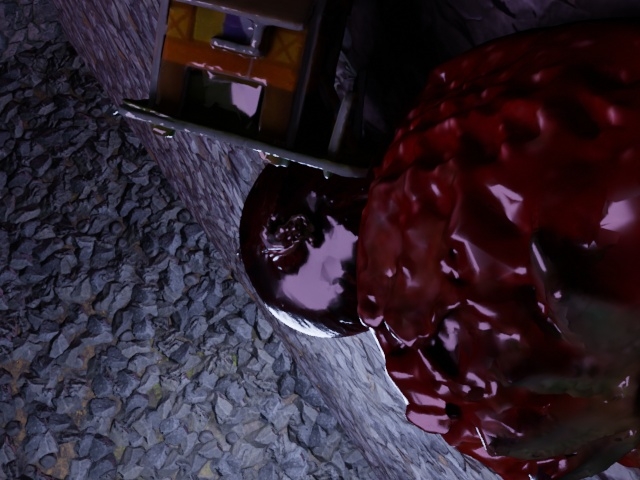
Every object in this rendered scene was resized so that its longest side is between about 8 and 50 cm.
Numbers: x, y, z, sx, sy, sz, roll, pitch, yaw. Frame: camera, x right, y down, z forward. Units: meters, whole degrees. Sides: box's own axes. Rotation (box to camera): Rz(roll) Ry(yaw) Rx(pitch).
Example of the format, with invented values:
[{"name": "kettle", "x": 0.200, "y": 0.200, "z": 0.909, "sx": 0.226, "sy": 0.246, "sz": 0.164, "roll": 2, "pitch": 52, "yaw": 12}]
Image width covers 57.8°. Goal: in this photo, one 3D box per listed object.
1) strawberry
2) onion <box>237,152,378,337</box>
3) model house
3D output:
[{"name": "strawberry", "x": 0.172, "y": -0.020, "z": 0.450, "sx": 0.345, "sy": 0.295, "sz": 0.317, "roll": -105, "pitch": 35, "yaw": -53}, {"name": "onion", "x": 0.000, "y": 0.000, "z": 0.853, "sx": 0.314, "sy": 0.232, "sz": 0.313, "roll": 9, "pitch": 104, "yaw": 39}, {"name": "model house", "x": -0.012, "y": -0.250, "z": 0.617, "sx": 0.243, "sy": 0.312, "sz": 0.357, "roll": 18, "pitch": -165, "yaw": 6}]
